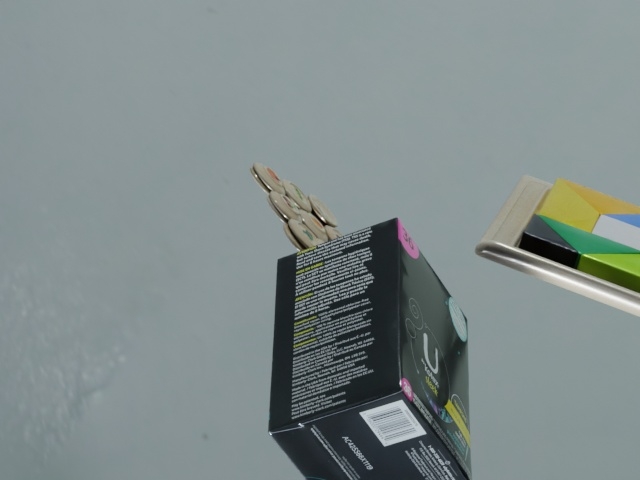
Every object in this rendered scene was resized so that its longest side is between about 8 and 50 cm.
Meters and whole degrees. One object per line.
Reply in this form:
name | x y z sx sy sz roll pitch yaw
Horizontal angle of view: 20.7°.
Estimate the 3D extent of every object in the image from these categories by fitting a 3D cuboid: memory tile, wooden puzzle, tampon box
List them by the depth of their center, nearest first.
tampon box | 0.037 0.090 1.218 0.101 0.161 0.120 -19 132 20
memory tile | 0.000 0.000 1.426 0.012 0.148 0.113 -42 138 13
wooden puzzle | 0.268 0.005 1.591 0.221 0.238 0.044 21 111 10
